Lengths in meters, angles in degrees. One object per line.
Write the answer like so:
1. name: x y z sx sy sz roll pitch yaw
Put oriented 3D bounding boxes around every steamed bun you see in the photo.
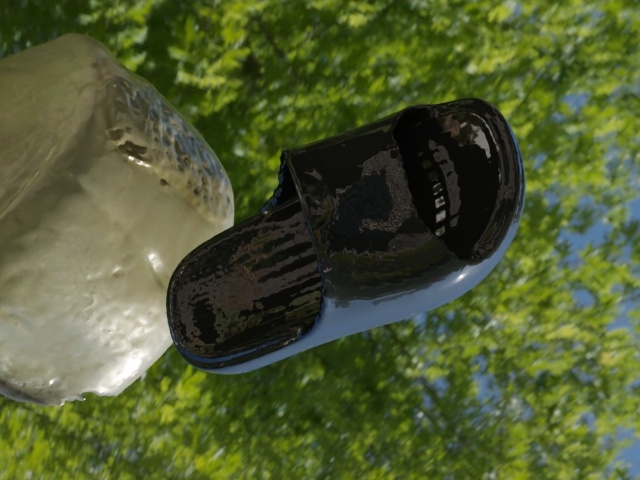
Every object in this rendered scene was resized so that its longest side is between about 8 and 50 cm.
1. steamed bun: -0.223 -0.001 1.139 0.290 0.273 0.272 32 -141 -48

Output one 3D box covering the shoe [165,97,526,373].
1. shoe: 0.000 0.000 0.739 0.093 0.241 0.108 26 -139 -58
